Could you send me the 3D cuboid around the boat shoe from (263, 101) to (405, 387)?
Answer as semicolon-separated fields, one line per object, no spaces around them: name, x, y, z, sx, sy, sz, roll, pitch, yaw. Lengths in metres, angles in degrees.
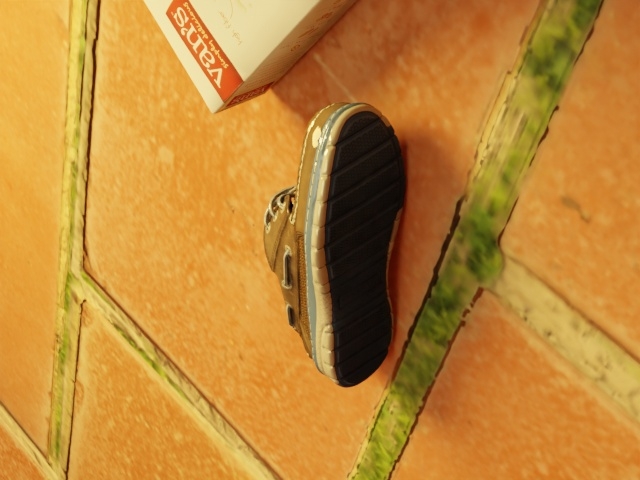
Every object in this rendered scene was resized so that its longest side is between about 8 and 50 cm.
boat shoe;0.000;0.000;0.628;0.066;0.066;0.183;33;136;36

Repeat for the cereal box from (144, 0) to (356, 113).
cereal box;-0.034;-0.189;0.558;0.173;0.047;0.240;59;144;4
